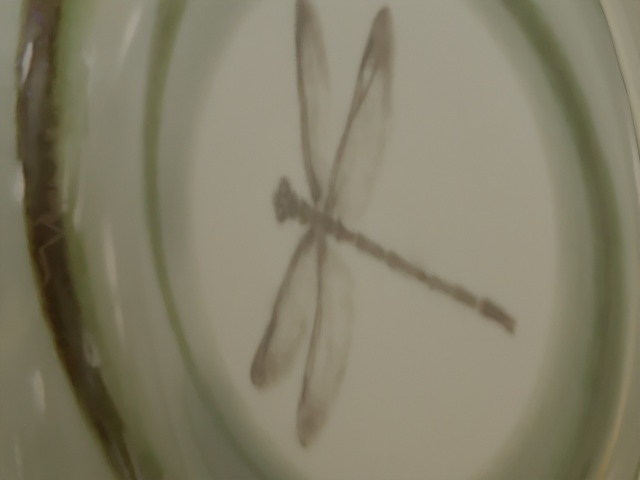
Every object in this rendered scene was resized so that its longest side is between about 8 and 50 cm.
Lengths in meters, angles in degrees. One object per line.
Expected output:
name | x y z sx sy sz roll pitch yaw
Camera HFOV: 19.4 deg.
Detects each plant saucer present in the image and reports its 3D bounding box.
plant saucer | 0.000 0.000 0.622 0.100 0.400 0.400 -6 -146 -38
